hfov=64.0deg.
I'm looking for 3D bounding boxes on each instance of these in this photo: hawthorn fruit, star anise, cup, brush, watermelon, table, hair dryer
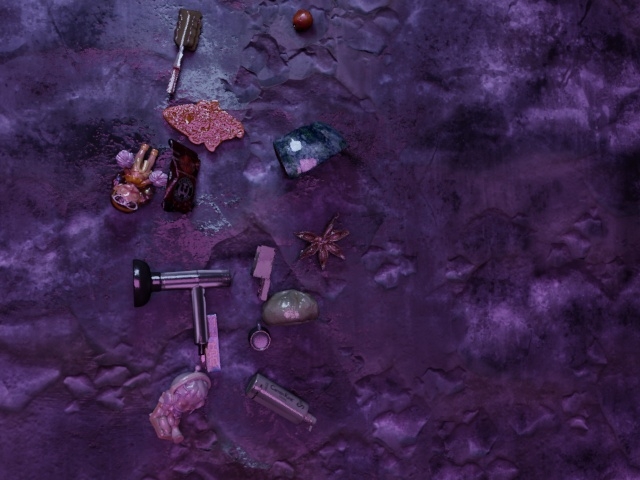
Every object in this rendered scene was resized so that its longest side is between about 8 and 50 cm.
[{"bbox_3d":[-0.062,-0.778,1.814,0.077,0.077,0.077,0,88,-10],"label":"hawthorn fruit"},{"bbox_3d":[0.009,0.014,1.812,0.208,0.063,0.171,-26,97,-13],"label":"star anise"},{"bbox_3d":[-0.209,0.324,1.752,0.078,0.077,0.100,-6,89,-11],"label":"cup"},{"bbox_3d":[-0.471,-0.637,1.738,0.084,0.071,0.300,12,86,2],"label":"brush"},{"bbox_3d":[-0.045,-0.313,1.762,0.318,0.226,0.148,-36,95,-43],"label":"watermelon"},{"bbox_3d":[-0.199,0.109,1.724,0.063,0.146,0.175,14,85,-10],"label":"table"},{"bbox_3d":[-0.453,0.206,1.648,0.320,0.155,0.284,6,56,-15],"label":"hair dryer"}]

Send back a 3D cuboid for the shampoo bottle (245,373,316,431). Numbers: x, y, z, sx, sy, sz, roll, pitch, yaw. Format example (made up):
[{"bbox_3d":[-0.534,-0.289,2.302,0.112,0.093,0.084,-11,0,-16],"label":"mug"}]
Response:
[{"bbox_3d":[-0.127,0.557,1.756,0.262,0.085,0.085,33,83,-8],"label":"shampoo bottle"}]

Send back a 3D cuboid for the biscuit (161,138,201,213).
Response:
[{"bbox_3d":[-0.459,-0.201,1.691,0.063,0.151,0.235,7,84,27],"label":"biscuit"}]

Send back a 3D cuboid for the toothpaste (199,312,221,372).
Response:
[{"bbox_3d":[-0.380,0.347,1.736,0.070,0.044,0.193,-5,89,-11],"label":"toothpaste"}]

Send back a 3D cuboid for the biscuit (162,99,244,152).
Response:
[{"bbox_3d":[-0.400,-0.399,1.756,0.280,0.043,0.183,10,83,-5],"label":"biscuit"}]

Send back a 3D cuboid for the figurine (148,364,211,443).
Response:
[{"bbox_3d":[-0.445,0.524,1.669,0.141,0.162,0.236,31,79,35],"label":"figurine"}]

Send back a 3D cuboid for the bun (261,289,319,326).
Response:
[{"bbox_3d":[-0.101,0.224,1.721,0.196,0.195,0.118,-2,82,-10],"label":"bun"}]

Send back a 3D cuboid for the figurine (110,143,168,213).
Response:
[{"bbox_3d":[-0.602,-0.202,1.675,0.175,0.116,0.240,28,78,-27],"label":"figurine"}]
